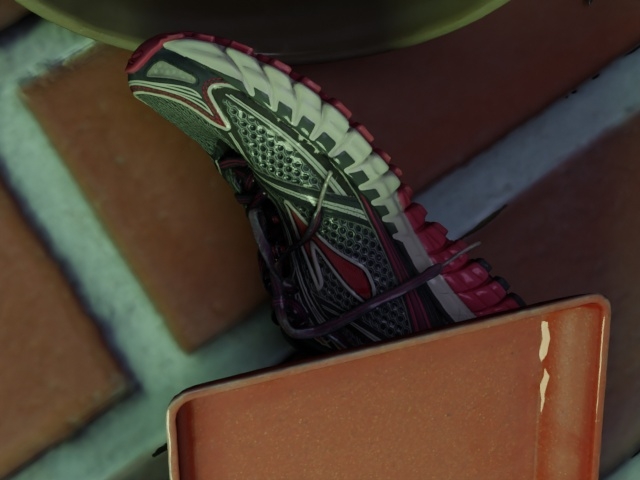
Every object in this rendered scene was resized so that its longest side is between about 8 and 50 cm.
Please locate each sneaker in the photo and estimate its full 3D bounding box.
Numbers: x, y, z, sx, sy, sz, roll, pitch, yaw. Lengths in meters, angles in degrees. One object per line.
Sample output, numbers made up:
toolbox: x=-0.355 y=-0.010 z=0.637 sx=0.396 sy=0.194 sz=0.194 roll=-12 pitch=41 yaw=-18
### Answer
sneaker: x=0.000 y=0.000 z=0.899 sx=0.112 sy=0.121 sz=0.299 roll=-47 pitch=105 yaw=-10

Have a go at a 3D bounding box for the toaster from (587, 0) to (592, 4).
toaster: x=0.248 y=-0.266 z=1.026 sx=0.168 sy=0.110 sz=0.185 roll=-13 pitch=90 yaw=-20

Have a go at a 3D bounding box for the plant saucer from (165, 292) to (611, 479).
plant saucer: x=0.035 y=0.158 z=0.891 sx=0.259 sy=0.048 sz=0.258 roll=-12 pitch=119 yaw=-21

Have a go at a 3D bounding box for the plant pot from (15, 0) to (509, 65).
plant pot: x=-0.034 y=-0.289 z=0.846 sx=0.323 sy=0.323 sz=0.280 roll=6 pitch=66 yaw=-20
